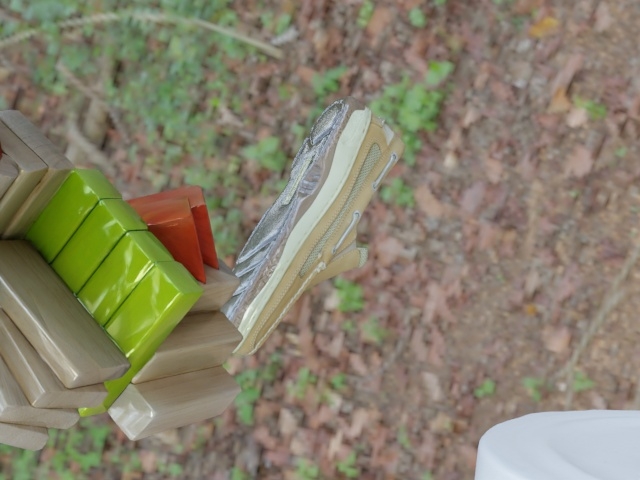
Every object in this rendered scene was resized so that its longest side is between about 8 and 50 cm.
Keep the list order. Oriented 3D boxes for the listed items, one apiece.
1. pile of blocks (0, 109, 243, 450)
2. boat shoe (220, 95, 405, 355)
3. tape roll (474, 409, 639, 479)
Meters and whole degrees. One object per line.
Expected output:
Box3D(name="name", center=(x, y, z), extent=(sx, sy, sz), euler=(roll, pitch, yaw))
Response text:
Box3D(name="pile of blocks", center=(-0.152, -0.008, 0.592), extent=(0.113, 0.362, 0.149), euler=(-50, 46, 20))
Box3D(name="boat shoe", center=(0.000, 0.000, 0.906), extent=(0.190, 0.072, 0.068), euler=(-60, 20, -10))
Box3D(name="tape roll", center=(0.195, 0.140, 0.517), extent=(0.286, 0.286, 0.100), euler=(13, 97, 61))
